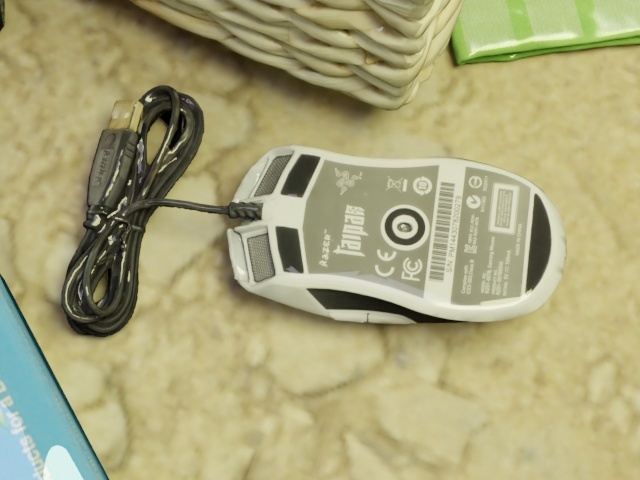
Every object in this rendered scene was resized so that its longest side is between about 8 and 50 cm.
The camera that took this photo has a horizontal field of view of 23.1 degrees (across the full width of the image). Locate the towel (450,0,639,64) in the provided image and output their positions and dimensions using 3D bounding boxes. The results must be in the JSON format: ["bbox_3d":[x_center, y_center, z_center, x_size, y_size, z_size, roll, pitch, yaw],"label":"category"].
[{"bbox_3d":[0.098,-0.154,0.695,0.113,0.023,0.152,-8,77,-7],"label":"towel"}]

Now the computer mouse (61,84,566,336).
[{"bbox_3d":[0.000,0.000,0.627,0.193,0.042,0.106,9,68,2],"label":"computer mouse"}]

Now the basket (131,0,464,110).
[{"bbox_3d":[-0.030,-0.275,0.571,0.331,0.266,0.328,24,72,7],"label":"basket"}]

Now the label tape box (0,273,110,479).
[{"bbox_3d":[-0.208,0.191,0.510,0.348,0.115,0.249,-27,78,-11],"label":"label tape box"}]

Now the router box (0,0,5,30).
[{"bbox_3d":[-0.199,-0.074,0.625,0.092,0.038,0.122,34,73,3],"label":"router box"}]
